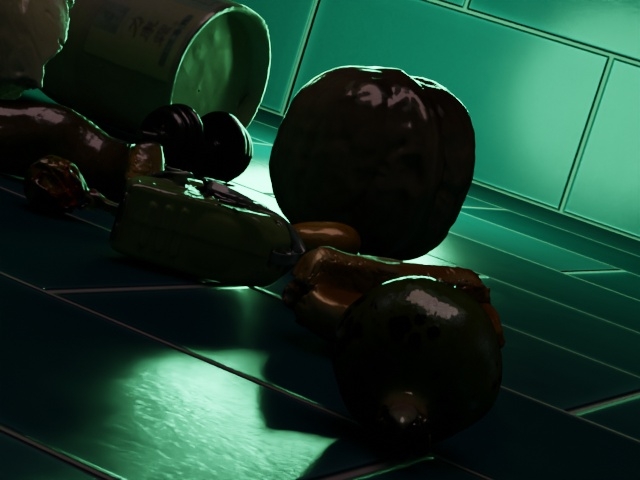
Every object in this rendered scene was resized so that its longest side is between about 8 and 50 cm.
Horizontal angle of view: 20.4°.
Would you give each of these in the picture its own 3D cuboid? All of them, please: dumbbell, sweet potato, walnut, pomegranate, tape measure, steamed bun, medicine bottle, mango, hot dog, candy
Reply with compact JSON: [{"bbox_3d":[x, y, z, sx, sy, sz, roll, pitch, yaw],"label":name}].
[{"bbox_3d":[-0.158,-0.121,2.261,0.099,0.099,0.208,23,9,37],"label":"dumbbell"},{"bbox_3d":[-0.301,-0.103,1.866,0.285,0.085,0.112,15,12,-13],"label":"sweet potato"},{"bbox_3d":[0.064,-0.096,2.120,0.248,0.248,0.248,17,8,-2],"label":"walnut"},{"bbox_3d":[0.063,0.094,1.215,0.122,0.122,0.161,17,34,0],"label":"pomegranate"},{"bbox_3d":[-0.106,-0.013,1.655,0.177,0.087,0.154,18,7,-12],"label":"tape measure"},{"bbox_3d":[-0.371,-0.223,1.940,0.225,0.200,0.170,1,10,31],"label":"steamed bun"},{"bbox_3d":[-0.299,-0.290,2.637,0.406,0.236,0.235,23,9,30],"label":"medicine bottle"},{"bbox_3d":[0.000,0.000,1.953,0.089,0.046,0.060,10,10,-19],"label":"mango"},{"bbox_3d":[0.067,0.065,1.544,0.249,0.076,0.102,8,49,-41],"label":"hot dog"},{"bbox_3d":[-0.197,-0.027,1.745,0.201,0.060,0.060,23,6,-16],"label":"candy"}]
